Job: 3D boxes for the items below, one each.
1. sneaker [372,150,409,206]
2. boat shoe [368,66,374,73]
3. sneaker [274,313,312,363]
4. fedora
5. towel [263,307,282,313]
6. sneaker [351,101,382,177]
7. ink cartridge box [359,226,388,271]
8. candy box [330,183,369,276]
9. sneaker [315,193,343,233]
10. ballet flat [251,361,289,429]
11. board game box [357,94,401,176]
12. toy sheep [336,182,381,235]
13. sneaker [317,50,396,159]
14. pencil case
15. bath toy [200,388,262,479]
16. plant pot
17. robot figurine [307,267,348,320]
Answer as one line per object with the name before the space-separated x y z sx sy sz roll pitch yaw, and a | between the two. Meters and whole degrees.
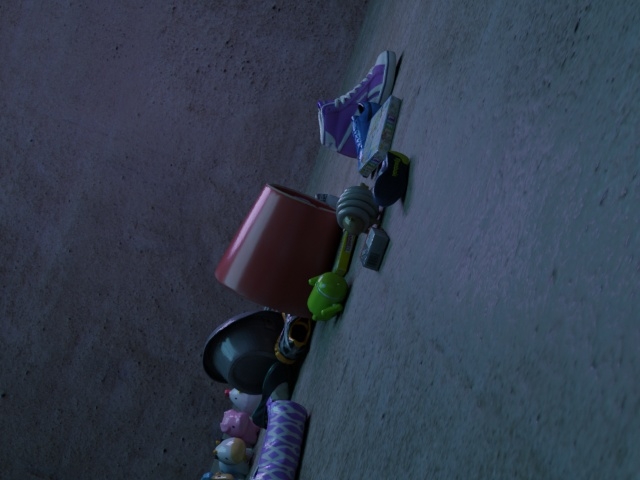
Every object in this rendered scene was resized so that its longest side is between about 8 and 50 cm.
sneaker | 0.120 -0.097 1.544 0.144 0.053 0.059 -65 0 -49
boat shoe | 0.140 -0.402 2.367 0.046 0.038 0.125 12 89 42
sneaker | -0.049 0.193 2.131 0.083 0.084 0.214 -47 28 50
fedora | -0.155 0.296 2.177 0.243 0.275 0.124 -46 47 9
towel | -0.095 0.164 2.380 0.331 0.053 0.317 -67 -9 25
sneaker | 0.099 -0.233 2.019 0.069 0.082 0.209 121 165 -56
ink cartridge box | 0.092 0.010 1.566 0.115 0.029 0.062 -103 32 -78
candy box | 0.062 -0.014 1.936 0.105 0.027 0.205 124 164 -69
sneaker | 0.000 0.000 2.153 0.090 0.095 0.235 -105 32 -77
ballet flat | -0.109 0.384 2.133 0.074 0.074 0.203 -81 11 -58
board game box | 0.128 -0.227 1.918 0.103 0.026 0.154 -47 24 57
toy sheep | 0.073 -0.060 1.680 0.132 0.091 0.091 -77 8 -46
sneaker | 0.082 -0.350 2.153 0.102 0.161 0.282 146 144 -83
pencil case | -0.081 0.403 1.684 0.206 0.088 0.086 -77 9 -47
bath toy | -0.243 0.553 2.528 0.151 0.129 0.348 114 172 -47
plant pot | -0.078 0.014 2.016 0.275 0.275 0.243 -108 38 -80
robot figurine | 0.015 0.112 1.783 0.101 0.067 0.115 -110 34 -43
